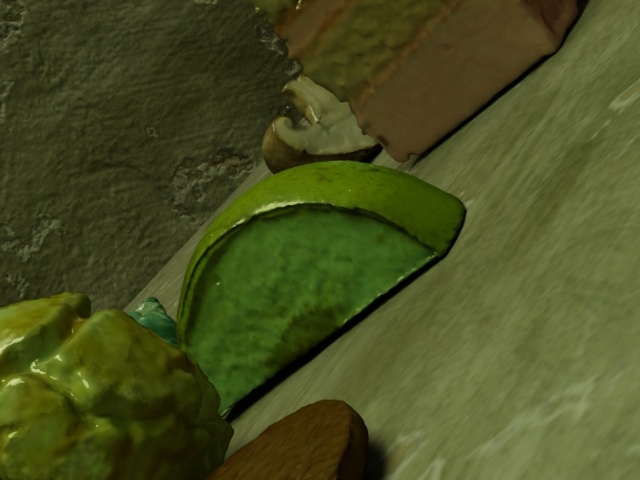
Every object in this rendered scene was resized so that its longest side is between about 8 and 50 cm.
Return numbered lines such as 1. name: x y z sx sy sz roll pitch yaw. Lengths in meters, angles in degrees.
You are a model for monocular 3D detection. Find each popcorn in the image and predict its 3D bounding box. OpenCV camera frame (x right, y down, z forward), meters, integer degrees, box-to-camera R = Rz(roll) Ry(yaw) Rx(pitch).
1. popcorn: -0.175 0.134 0.888 0.204 0.221 0.183 169 122 -74

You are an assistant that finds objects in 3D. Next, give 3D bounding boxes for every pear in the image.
1. pear: -0.005 -0.001 1.102 0.288 0.139 0.239 -39 1 28

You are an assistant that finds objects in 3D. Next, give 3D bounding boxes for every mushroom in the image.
1. mushroom: 0.000 -0.147 1.787 0.286 0.156 0.151 -35 -14 -49

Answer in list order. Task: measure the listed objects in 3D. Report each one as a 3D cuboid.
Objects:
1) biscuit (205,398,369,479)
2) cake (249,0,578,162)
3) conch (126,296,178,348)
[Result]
1. biscuit: -0.066 0.191 0.695 0.262 0.037 0.262 -43 8 7
2. cake: 0.116 -0.305 1.412 0.293 0.307 0.314 -34 12 39
3. conch: -0.188 0.152 1.168 0.202 0.134 0.196 -49 10 -28
